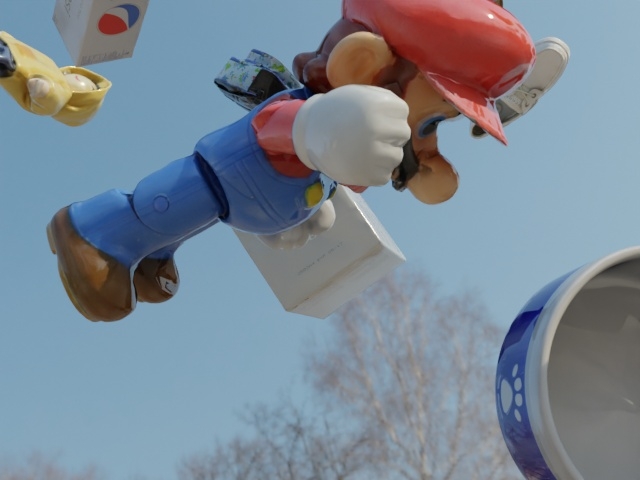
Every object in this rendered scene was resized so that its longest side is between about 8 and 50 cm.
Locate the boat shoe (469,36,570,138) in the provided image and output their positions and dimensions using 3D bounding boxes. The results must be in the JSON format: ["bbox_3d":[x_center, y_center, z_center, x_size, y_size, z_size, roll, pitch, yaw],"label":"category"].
[{"bbox_3d":[0.408,-0.301,2.041,0.098,0.096,0.277,36,-47,-6],"label":"boat shoe"}]

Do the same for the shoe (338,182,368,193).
[{"bbox_3d":[0.073,-0.156,1.436,0.081,0.063,0.178,30,-86,-37],"label":"shoe"}]

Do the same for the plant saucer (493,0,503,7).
[{"bbox_3d":[0.239,-0.363,1.484,0.015,0.083,0.083,-48,-10,-39],"label":"plant saucer"}]

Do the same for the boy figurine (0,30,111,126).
[{"bbox_3d":[-0.388,-0.228,1.301,0.092,0.177,0.285,-52,-41,6],"label":"boy figurine"}]

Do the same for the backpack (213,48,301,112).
[{"bbox_3d":[-0.092,-0.232,1.472,0.084,0.114,0.105,-58,-41,-8],"label":"backpack"}]

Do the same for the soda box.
[{"bbox_3d":[-0.216,-0.275,1.010,0.069,0.074,0.216,-18,-21,-32],"label":"soda box"}]

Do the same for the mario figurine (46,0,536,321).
[{"bbox_3d":[-0.004,-0.034,0.626,0.321,0.198,0.170,-30,-56,15],"label":"mario figurine"}]

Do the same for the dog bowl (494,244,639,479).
[{"bbox_3d":[0.302,0.142,0.921,0.265,0.264,0.104,-7,-11,-16],"label":"dog bowl"}]

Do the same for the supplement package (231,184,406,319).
[{"bbox_3d":[0.000,0.000,1.754,0.199,0.198,0.263,-36,-14,7],"label":"supplement package"}]
